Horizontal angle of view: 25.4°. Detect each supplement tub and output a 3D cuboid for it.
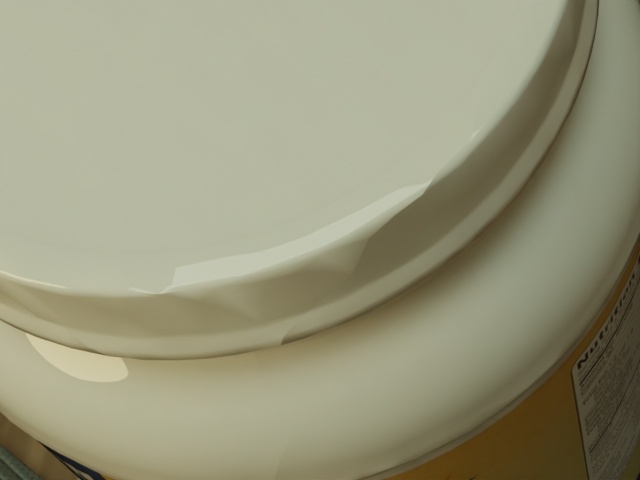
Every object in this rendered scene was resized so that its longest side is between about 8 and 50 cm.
[{"bbox_3d":[0.000,0.000,0.482,0.228,0.316,0.228,-6,61,11],"label":"supplement tub"}]

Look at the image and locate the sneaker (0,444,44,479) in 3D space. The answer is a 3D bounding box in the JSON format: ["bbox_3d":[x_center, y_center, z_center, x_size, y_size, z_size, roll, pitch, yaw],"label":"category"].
[{"bbox_3d":[-0.175,0.123,0.603,0.258,0.094,0.091,35,91,33],"label":"sneaker"}]
